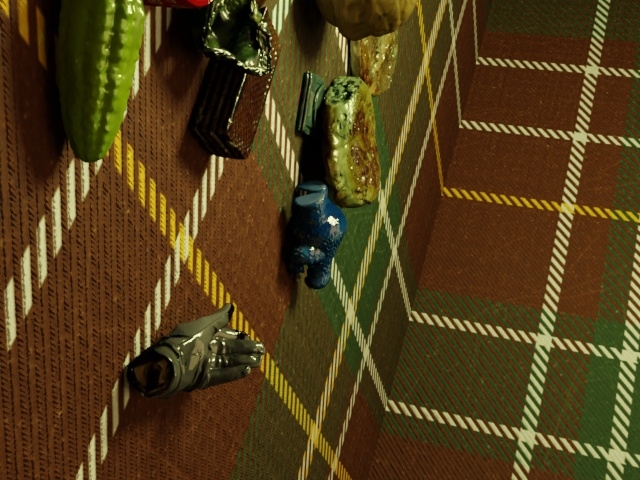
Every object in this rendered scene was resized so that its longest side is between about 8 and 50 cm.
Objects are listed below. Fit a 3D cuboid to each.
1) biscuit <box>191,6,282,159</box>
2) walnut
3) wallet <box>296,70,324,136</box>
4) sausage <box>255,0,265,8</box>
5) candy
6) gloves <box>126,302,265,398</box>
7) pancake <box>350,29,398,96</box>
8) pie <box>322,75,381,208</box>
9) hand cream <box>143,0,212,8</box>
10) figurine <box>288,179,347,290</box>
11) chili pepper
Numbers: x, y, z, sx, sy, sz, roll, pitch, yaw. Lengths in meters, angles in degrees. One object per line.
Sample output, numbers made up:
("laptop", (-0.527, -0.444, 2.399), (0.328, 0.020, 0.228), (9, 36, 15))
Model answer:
("biscuit", (-0.133, -0.261, 1.318), (0.106, 0.070, 0.252), (58, 43, -65))
("walnut", (0.091, -0.515, 1.629), (0.228, 0.228, 0.228), (9, 90, -72))
("wallet", (-0.018, -0.289, 1.720), (0.088, 0.026, 0.129), (6, 93, -72))
("sausage", (-0.105, -0.493, 1.242), (0.328, 0.112, 0.112), (81, 25, -47))
("candy", (-0.260, -0.193, 0.937), (0.097, 0.097, 0.209), (-27, 129, -68))
("gloves", (-0.194, 0.177, 1.288), (0.285, 0.119, 0.142), (-1, 100, -57))
("pancake", (0.146, -0.538, 2.042), (0.356, 0.065, 0.356), (8, 90, -68))
("pie", (0.072, -0.220, 1.860), (0.354, 0.103, 0.288), (-68, 150, -60))
("hand cream", (-0.197, -0.381, 0.981), (0.193, 0.125, 0.193), (8, 90, -74))
("figurine", (-0.002, 0.000, 1.761), (0.262, 0.121, 0.164), (85, 19, -43))
("chili pepper", (-0.149, -0.359, 1.172), (0.148, 0.116, 0.264), (-118, -171, -52))
